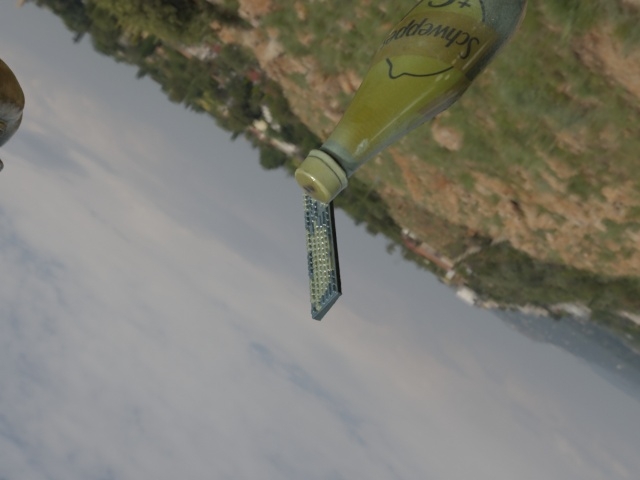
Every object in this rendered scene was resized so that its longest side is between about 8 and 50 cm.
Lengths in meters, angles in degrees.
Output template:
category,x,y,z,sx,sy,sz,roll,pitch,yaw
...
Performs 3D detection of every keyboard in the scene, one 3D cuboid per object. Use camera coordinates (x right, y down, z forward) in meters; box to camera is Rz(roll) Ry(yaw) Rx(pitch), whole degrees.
category,x,y,z,sx,sy,sz,roll,pitch,yaw
keyboard,0.001,0.000,0.940,0.014,0.055,0.176,16,-132,-25

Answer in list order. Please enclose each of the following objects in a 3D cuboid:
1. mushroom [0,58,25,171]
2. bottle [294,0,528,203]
category,x,y,z,sx,sy,sz,roll,pitch,yaw
mushroom,-0.363,-0.116,0.819,0.127,0.166,0.166,57,-171,14
bottle,0.077,-0.134,0.722,0.083,0.270,0.083,35,160,15
